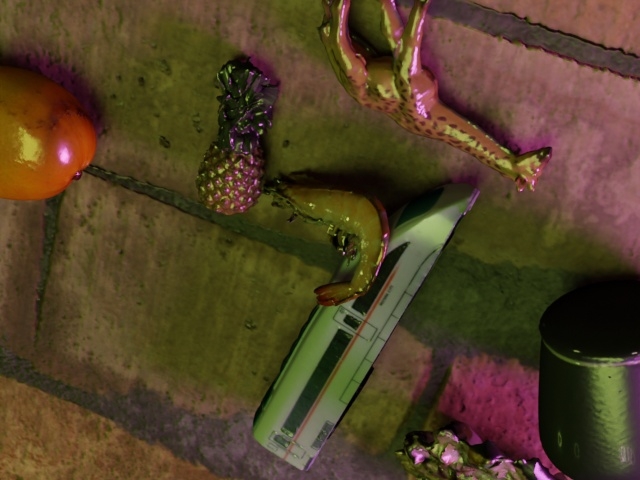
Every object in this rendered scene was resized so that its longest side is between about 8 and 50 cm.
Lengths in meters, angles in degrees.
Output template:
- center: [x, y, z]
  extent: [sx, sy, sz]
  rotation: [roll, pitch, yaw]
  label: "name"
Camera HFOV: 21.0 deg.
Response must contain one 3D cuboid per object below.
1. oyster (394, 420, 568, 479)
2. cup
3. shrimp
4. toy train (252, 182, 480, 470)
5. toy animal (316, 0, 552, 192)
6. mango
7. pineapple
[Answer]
- center: [0.174, 0.246, 1.797]
  extent: [0.198, 0.092, 0.259]
  rotation: [22, 174, 0]
  label: "oyster"
- center: [0.316, 0.130, 1.679]
  extent: [0.223, 0.169, 0.176]
  rotation: [-16, 115, -9]
  label: "cup"
- center: [0.001, 0.000, 1.716]
  extent: [0.178, 0.034, 0.124]
  rotation: [14, 101, 40]
  label: "shrimp"
- center: [0.041, 0.074, 1.777]
  extent: [0.088, 0.086, 0.407]
  rotation: [32, 129, 4]
  label: "toy train"
- center: [0.099, -0.143, 1.616]
  extent: [0.149, 0.054, 0.275]
  rotation: [-24, 110, 30]
  label: "toy animal"
- center: [-0.333, -0.116, 1.773]
  extent: [0.219, 0.112, 0.145]
  rotation: [16, 130, 25]
  label: "mango"
- center: [-0.082, -0.104, 1.708]
  extent: [0.074, 0.074, 0.159]
  rotation: [17, 121, 9]
  label: "pineapple"
